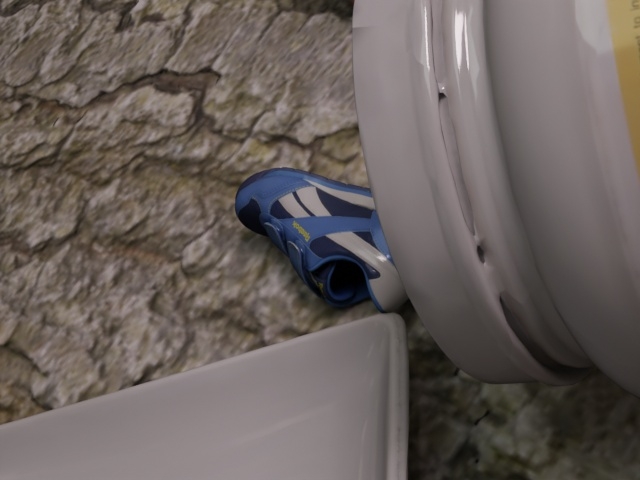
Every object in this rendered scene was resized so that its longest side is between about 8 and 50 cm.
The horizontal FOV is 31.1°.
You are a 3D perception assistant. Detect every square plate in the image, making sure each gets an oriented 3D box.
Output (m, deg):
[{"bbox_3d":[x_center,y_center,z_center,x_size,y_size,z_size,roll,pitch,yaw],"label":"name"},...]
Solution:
[{"bbox_3d":[-0.104,0.227,0.533,0.347,0.049,0.344,-19,49,24],"label":"square plate"}]

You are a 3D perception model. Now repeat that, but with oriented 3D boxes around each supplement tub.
[{"bbox_3d":[0.203,-0.066,0.401,0.331,0.241,0.241,-10,53,30],"label":"supplement tub"}]

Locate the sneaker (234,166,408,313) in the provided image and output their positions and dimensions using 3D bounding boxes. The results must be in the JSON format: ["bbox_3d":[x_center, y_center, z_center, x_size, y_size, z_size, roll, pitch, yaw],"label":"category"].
[{"bbox_3d":[0.000,0.000,0.630,0.144,0.053,0.059,14,69,42],"label":"sneaker"}]

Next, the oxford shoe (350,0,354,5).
[{"bbox_3d":[0.155,-0.222,0.617,0.396,0.146,0.141,-9,53,29],"label":"oxford shoe"}]
